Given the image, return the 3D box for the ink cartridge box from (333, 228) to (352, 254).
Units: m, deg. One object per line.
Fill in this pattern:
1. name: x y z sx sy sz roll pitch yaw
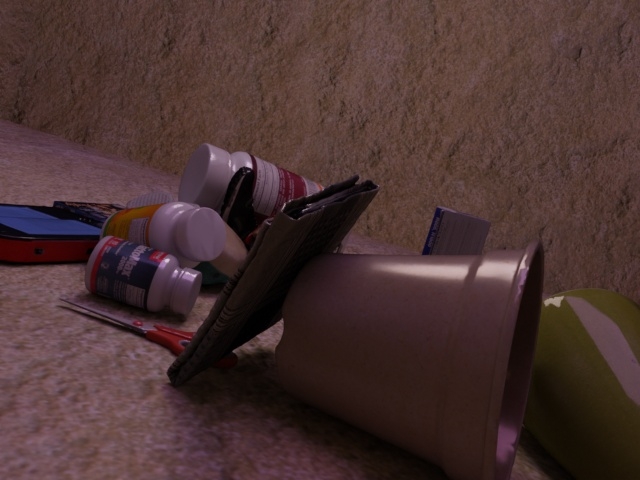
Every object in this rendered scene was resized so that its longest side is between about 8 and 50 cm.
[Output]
1. ink cartridge box: 0.000 0.000 1.750 0.093 0.219 0.160 17 8 -32

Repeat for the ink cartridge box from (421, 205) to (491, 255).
1. ink cartridge box: 0.282 0.086 1.365 0.071 0.324 0.330 21 8 35

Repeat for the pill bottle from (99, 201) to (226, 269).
1. pill bottle: -0.309 -0.005 1.129 0.246 0.136 0.136 -4 -6 35

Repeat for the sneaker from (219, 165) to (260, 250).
1. sneaker: -0.195 -0.052 1.454 0.124 0.283 0.107 16 27 -15

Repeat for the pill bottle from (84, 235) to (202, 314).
1. pill bottle: -0.309 0.067 1.013 0.180 0.108 0.108 17 8 1

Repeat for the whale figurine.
1. whale figurine: -0.242 0.043 1.323 0.216 0.141 0.272 56 7 31

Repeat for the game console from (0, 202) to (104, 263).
1. game console: -0.617 -0.032 1.223 0.342 0.060 0.386 21 8 25

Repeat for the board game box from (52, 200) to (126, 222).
1. board game box: -0.577 -0.060 1.559 0.165 0.042 0.243 20 8 19

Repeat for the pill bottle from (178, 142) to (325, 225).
1. pill bottle: -0.184 -0.117 1.629 0.392 0.224 0.224 20 5 -32

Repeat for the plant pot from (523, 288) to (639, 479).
1. plant pot: 0.440 0.262 0.852 0.275 0.274 0.293 16 24 -11

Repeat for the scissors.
1. scissors: -0.272 0.141 0.892 0.297 0.021 0.109 18 10 -9

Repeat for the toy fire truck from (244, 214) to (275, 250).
1. toy fire truck: -0.084 0.037 1.437 0.217 0.158 0.246 49 -18 -12

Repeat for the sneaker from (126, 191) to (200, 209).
1. sneaker: -0.401 -0.040 1.486 0.126 0.127 0.321 -30 30 -29

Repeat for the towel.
1. towel: -0.062 0.042 0.829 0.056 0.324 0.312 42 26 12

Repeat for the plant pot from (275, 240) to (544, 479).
1. plant pot: 0.119 0.146 0.784 0.305 0.333 0.334 9 4 26
